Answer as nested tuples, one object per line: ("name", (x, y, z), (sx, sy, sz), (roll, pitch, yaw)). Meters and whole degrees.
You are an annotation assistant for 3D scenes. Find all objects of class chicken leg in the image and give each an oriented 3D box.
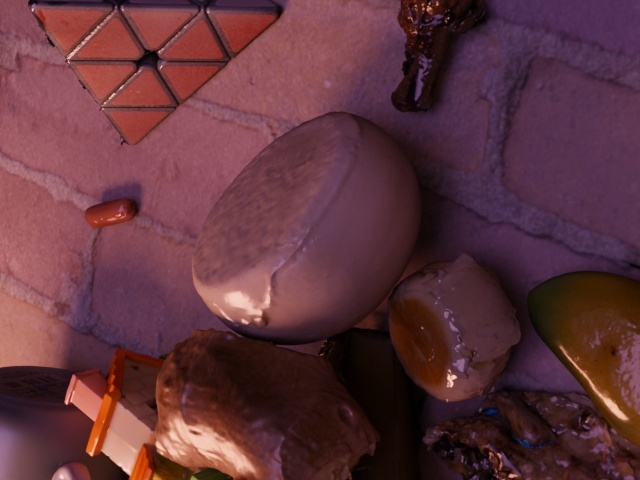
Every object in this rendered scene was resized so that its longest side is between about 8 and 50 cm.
("chicken leg", (0.125, -0.244, 1.238), (0.125, 0.080, 0.196), (-1, 100, 44))

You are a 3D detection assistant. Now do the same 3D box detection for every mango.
("mango", (0.318, 0.113, 1.116), (0.137, 0.091, 0.237), (-46, 68, 21))

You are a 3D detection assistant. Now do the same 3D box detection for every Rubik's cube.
("Rubik's cube", (-0.232, -0.281, 1.431), (0.228, 0.233, 0.229), (45, 167, -17))

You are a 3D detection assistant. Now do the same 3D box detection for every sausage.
("sausage", (-0.297, -0.039, 1.558), (0.083, 0.034, 0.034), (-11, 87, 33))

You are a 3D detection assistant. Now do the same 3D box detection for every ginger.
("ginger", (-0.072, 0.208, 1.174), (0.276, 0.130, 0.221), (-5, 71, 31))

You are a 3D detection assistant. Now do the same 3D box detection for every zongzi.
("zongzi", (0.025, 0.260, 1.338), (0.289, 0.123, 0.260), (130, 138, -59))

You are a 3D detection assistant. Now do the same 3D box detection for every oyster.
("oyster", (0.243, 0.253, 1.186), (0.223, 0.083, 0.214), (-36, 76, 24))

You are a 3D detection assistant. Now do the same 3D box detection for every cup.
("cup", (-0.373, 0.335, 1.475), (0.357, 0.260, 0.274), (18, 101, 58))

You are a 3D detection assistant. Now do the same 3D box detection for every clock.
("clock", (-0.183, 0.243, 1.389), (0.255, 0.220, 0.106), (33, 113, 29))

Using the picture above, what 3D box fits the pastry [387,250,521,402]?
("pastry", (0.143, 0.098, 1.210), (0.166, 0.088, 0.165), (38, 140, 43))

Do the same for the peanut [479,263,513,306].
("peanut", (0.191, 0.064, 1.231), (0.037, 0.037, 0.083), (-32, 84, 32))

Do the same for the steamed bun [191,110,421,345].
("steamed bun", (0.000, 0.000, 1.245), (0.283, 0.177, 0.283), (-38, 28, 25))
